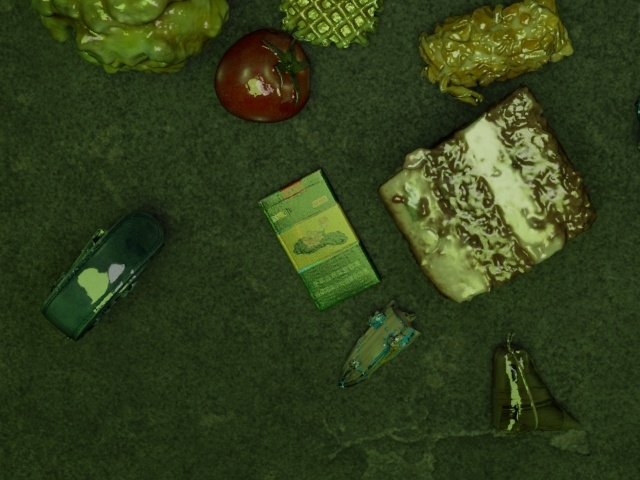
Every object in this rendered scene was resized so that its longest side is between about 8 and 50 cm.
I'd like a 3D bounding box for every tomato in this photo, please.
[{"bbox_3d":[-0.100,-0.269,1.603,0.167,0.167,0.167,2,105,6],"label":"tomato"}]

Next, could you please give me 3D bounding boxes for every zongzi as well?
[{"bbox_3d":[0.399,0.257,1.730,0.178,0.081,0.189,1,91,-15],"label":"zongzi"}]

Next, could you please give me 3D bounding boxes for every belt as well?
[{"bbox_3d":[-0.385,0.056,1.688,0.116,0.206,0.267,42,96,-4],"label":"belt"}]

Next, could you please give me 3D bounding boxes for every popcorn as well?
[{"bbox_3d":[-0.285,-0.392,1.522,0.335,0.279,0.274,5,65,7],"label":"popcorn"}]

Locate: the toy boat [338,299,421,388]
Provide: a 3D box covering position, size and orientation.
[{"bbox_3d":[0.095,0.201,1.746,0.210,0.066,0.084,-51,61,24],"label":"toy boat"}]

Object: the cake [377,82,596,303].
[{"bbox_3d":[0.274,-0.079,1.544,0.290,0.282,0.256,-29,93,17],"label":"cake"}]

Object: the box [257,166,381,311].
[{"bbox_3d":[0.000,0.000,1.715,0.132,0.034,0.235,-27,100,13],"label":"box"}]

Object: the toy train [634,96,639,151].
[{"bbox_3d":[0.653,-0.238,1.534,0.194,0.120,0.298,32,106,-7],"label":"toy train"}]

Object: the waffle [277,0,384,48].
[{"bbox_3d":[0.018,-0.410,1.605,0.183,0.036,0.169,13,108,5],"label":"waffle"}]

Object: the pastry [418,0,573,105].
[{"bbox_3d":[0.279,-0.312,1.560,0.250,0.102,0.154,-21,92,14],"label":"pastry"}]
